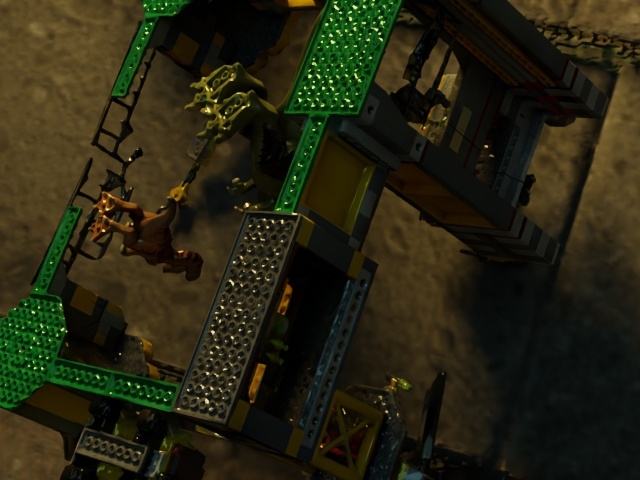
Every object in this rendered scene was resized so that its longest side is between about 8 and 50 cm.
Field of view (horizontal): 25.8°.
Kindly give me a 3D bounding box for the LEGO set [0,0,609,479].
[{"bbox_3d":[0.000,0.000,0.718,0.255,0.192,0.331,-4,63,42],"label":"LEGO set"}]
